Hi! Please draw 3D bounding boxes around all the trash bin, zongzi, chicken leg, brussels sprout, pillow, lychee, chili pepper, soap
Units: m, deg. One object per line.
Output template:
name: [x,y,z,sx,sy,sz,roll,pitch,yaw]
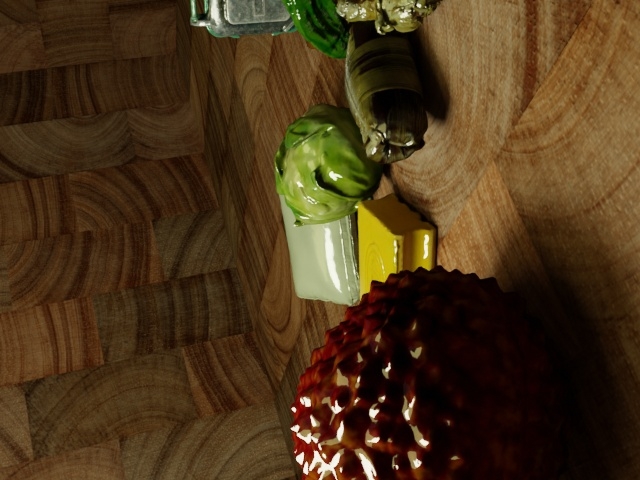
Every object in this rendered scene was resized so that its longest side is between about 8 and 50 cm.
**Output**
trash bin: [-0.217,-0.703,2.070,0.381,0.295,0.259,-116,22,-57]
zongzi: [0.111,-0.232,1.491,0.288,0.134,0.285,106,162,-61]
chicken leg: [0.116,-0.408,1.357,0.228,0.088,0.103,-3,102,40]
brussels sprout: [0.015,-0.169,1.728,0.259,0.227,0.294,118,149,-43]
pillow: [0.000,0.000,1.997,0.255,0.120,0.322,3,106,51]
lychee: [0.154,0.281,1.169,0.424,0.425,0.499,-137,60,-64]
chili pepper: [-0.003,-0.422,1.460,0.074,0.100,0.257,36,175,38]
soap: [0.154,0.085,1.634,0.204,0.096,0.324,-130,33,-58]

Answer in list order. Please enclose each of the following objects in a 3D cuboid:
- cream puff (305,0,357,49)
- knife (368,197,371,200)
cream puff: [0.017,-0.509,1.617,0.269,0.155,0.240,-103,-4,-75]
knife: [0.129,0.028,1.823,0.043,0.020,0.292,-153,53,-68]
